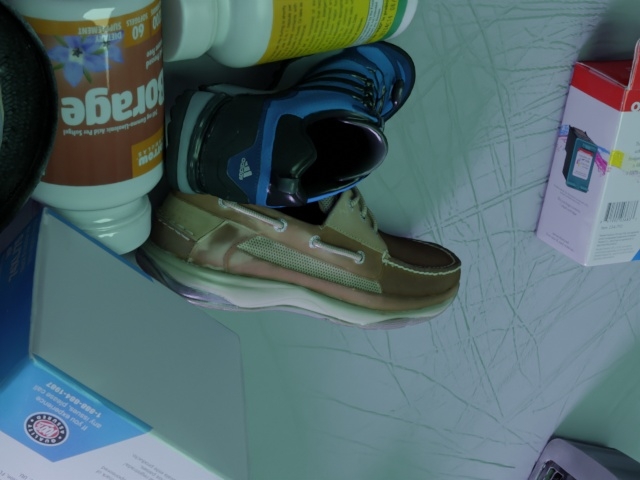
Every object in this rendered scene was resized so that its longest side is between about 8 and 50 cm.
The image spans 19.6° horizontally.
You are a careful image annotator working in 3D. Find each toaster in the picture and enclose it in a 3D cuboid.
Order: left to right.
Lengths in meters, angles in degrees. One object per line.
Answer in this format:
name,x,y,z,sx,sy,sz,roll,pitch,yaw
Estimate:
toaster,0.297,0.307,1.931,0.110,0.168,0.185,17,104,-40

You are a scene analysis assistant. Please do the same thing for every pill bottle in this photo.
pill bottle,-0.176,-0.101,1.391,0.121,0.121,0.216,-17,123,-28
pill bottle,-0.036,-0.199,1.442,0.208,0.117,0.117,-14,121,-30

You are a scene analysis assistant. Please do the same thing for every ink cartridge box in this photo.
ink cartridge box,-0.215,0.162,1.372,0.198,0.197,0.270,36,113,-24
ink cartridge box,0.302,-0.098,1.772,0.134,0.078,0.231,-6,117,-35

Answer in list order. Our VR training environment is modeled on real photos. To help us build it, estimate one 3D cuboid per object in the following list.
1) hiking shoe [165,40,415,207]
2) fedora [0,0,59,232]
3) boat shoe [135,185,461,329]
hiking shoe,0.007,-0.085,1.484,0.304,0.132,0.113,-31,135,-50
fedora,-0.325,-0.029,1.242,0.334,0.152,0.334,-11,132,-13
boat shoe,0.000,0.000,1.580,0.324,0.123,0.116,6,108,-40
